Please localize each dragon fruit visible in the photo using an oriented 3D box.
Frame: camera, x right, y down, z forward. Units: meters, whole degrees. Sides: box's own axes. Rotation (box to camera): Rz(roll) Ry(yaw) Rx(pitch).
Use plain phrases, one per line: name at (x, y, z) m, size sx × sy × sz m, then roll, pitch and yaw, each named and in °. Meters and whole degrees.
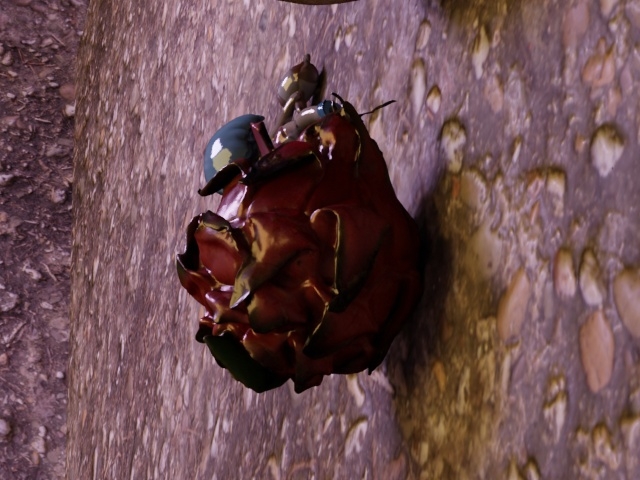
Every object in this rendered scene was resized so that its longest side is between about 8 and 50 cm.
dragon fruit at (0.000, 0.000, 1.326) m, size 0.293 × 0.233 × 0.234 m, roll -65°, pitch 18°, yaw 2°

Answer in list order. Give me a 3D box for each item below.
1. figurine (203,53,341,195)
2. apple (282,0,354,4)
figurine at (-0.057, -0.131, 1.745) m, size 0.260 × 0.103 × 0.205 m, roll -19°, pitch 64°, yaw 60°
apple at (-0.008, -0.400, 1.379) m, size 0.338 × 0.305 × 0.339 m, roll -169°, pitch 90°, yaw -75°
